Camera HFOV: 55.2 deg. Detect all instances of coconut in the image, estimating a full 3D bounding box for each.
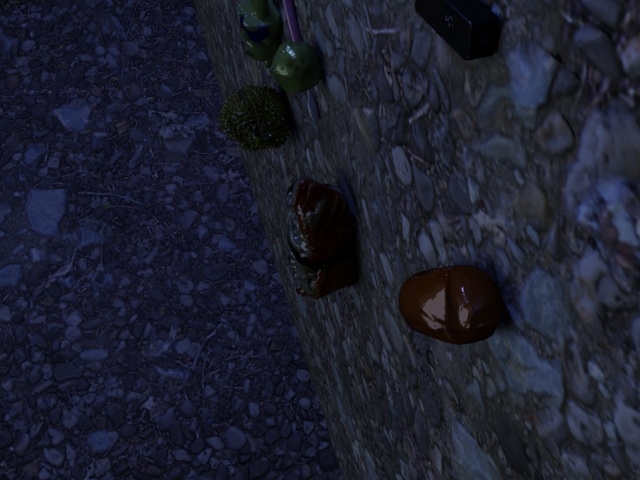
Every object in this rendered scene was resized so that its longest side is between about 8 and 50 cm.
[{"bbox_3d":[-0.045,-0.300,1.060,0.088,0.096,0.088,40,140,46],"label":"coconut"}]

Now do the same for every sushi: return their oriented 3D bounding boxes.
[{"bbox_3d":[0.000,0.000,1.195,0.130,0.124,0.332,48,153,44],"label":"sushi"}]

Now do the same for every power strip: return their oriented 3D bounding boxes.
[{"bbox_3d":[0.115,-0.197,0.534,0.038,0.029,0.111,85,166,-45],"label":"power strip"}]

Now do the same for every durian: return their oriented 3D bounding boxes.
[{"bbox_3d":[-0.148,-0.291,1.480,0.198,0.159,0.146,29,156,28],"label":"durian"}]

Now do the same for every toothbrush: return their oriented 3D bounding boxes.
[{"bbox_3d":[-0.043,-0.367,1.153,0.025,0.020,0.287,-120,16,-76],"label":"toothbrush"}]

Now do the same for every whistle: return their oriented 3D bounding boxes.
[{"bbox_3d":[-0.130,-0.460,1.296,0.105,0.085,0.227,61,166,17],"label":"whistle"}]

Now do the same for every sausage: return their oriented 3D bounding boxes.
[{"bbox_3d":[0.143,0.069,0.672,0.179,0.089,0.089,174,80,-76],"label":"sausage"}]
